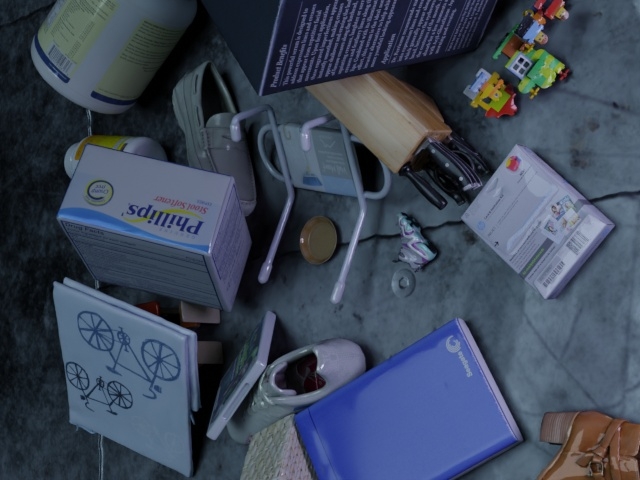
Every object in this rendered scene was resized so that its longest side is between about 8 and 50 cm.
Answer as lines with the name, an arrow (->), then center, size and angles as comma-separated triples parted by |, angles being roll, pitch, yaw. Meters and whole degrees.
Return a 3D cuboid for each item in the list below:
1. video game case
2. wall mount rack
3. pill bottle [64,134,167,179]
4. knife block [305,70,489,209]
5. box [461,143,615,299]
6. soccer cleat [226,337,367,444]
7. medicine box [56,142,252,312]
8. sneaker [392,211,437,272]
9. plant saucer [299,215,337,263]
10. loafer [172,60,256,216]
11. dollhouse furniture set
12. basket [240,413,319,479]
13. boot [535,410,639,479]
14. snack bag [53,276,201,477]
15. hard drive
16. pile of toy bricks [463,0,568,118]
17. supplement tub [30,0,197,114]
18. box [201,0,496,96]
video game case -> -0.136, 0.230, 1.990 | 0.173, 0.022, 0.190 | -56, 10, 21
wall mount rack -> -0.028, -0.071, 1.933 | 0.350, 0.130, 0.304 | 13, 123, 51
pill bottle -> -0.412, -0.151, 2.290 | 0.215, 0.117, 0.117 | 7, 89, 41
knife block -> 0.122, -0.162, 1.761 | 0.088, 0.275, 0.242 | -52, 26, 22
box -> 0.315, -0.028, 1.692 | 0.186, 0.038, 0.145 | 46, 114, 26
soccer cleat -> -0.072, 0.249, 1.933 | 0.331, 0.143, 0.116 | -35, 64, 33
medicine box -> -0.273, -0.016, 1.969 | 0.263, 0.289, 0.149 | 13, 68, 8
sneaker -> 0.136, 0.007, 1.852 | 0.069, 0.038, 0.098 | -47, 57, 25
plant saucer -> 0.000, 0.000, 1.985 | 0.083, 0.015, 0.083 | -6, 81, 40
loafer -> -0.186, -0.188, 2.105 | 0.111, 0.112, 0.319 | -46, 57, 37
dollhouse furniture set -> -0.330, 0.140, 2.172 | 0.262, 0.135, 0.259 | -14, 76, 39
basket -> -0.060, 0.378, 1.862 | 0.113, 0.103, 0.167 | -32, 22, 27
boot -> 0.375, 0.335, 1.590 | 0.152, 0.073, 0.197 | 2, 89, 37
snack bag -> -0.353, 0.259, 2.132 | 0.323, 0.037, 0.343 | 18, 124, 27
hard drive -> 0.128, 0.289, 1.779 | 0.318, 0.040, 0.210 | -34, 64, 19
pile of toy bricks -> 0.315, -0.266, 1.706 | 0.105, 0.118, 0.212 | 36, 100, -3
supplement tub -> -0.385, -0.431, 2.222 | 0.325, 0.235, 0.235 | -50, 57, 25
box -> 0.036, -0.421, 1.729 | 0.294, 0.395, 0.212 | 60, 151, 28
